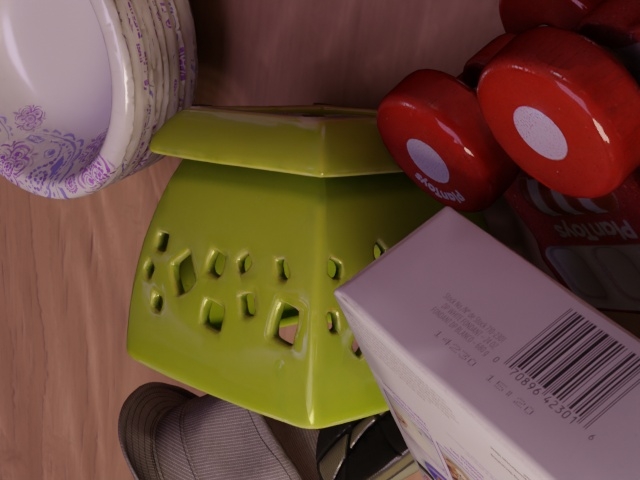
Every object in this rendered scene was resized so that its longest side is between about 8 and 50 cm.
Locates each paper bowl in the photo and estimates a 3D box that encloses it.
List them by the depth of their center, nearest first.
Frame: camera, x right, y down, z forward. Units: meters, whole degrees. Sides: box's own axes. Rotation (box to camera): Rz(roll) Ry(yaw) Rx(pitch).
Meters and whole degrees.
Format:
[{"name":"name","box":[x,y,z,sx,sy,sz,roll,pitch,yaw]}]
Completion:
[{"name":"paper bowl","box":[-0.231,-0.193,0.967,0.284,0.148,0.284,19,124,31]}]

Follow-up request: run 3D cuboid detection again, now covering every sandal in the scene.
[{"name":"sandal","box":[0.120,0.146,0.905,0.086,0.120,0.303,28,135,-33]}]

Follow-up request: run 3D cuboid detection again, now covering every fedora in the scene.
[{"name":"fedora","box":[-0.065,0.234,1.041,0.124,0.244,0.275,-33,87,15]}]

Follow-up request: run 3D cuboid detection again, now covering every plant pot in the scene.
[{"name":"plant pot","box":[0.000,0.000,0.812,0.227,0.228,0.207,11,103,44]}]

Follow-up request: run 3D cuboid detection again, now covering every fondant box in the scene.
[{"name":"fondant box","box":[0.155,0.164,0.647,0.238,0.096,0.330,41,162,44]}]

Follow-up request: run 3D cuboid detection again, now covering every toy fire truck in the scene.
[{"name":"toy fire truck","box":[0.200,-0.051,0.651,0.254,0.169,0.302,50,162,-15]}]
